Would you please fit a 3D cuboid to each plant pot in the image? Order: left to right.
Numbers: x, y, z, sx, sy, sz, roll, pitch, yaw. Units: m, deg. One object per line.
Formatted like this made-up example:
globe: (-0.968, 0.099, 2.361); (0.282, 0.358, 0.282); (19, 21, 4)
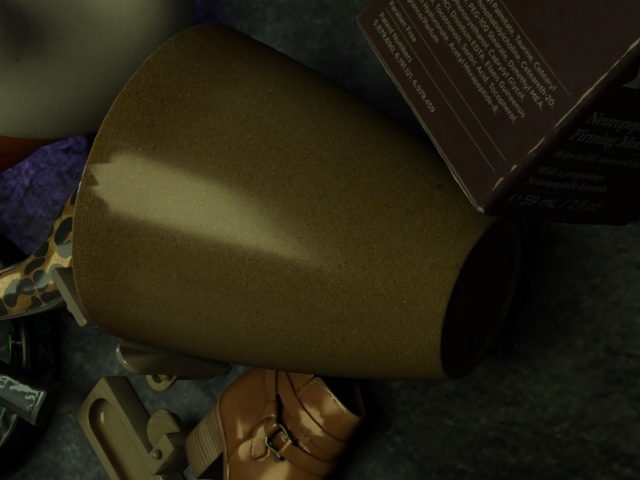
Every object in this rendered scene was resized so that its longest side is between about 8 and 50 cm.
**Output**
plant pot: (0.000, 0.000, 1.245); (0.254, 0.237, 0.237); (22, 103, 26)

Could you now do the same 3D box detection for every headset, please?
headset: (-0.421, 0.105, 1.625); (0.394, 0.185, 0.243); (-4, 85, 30)

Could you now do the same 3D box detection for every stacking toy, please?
stacking toy: (-0.352, -0.133, 1.518); (0.480, 0.350, 0.350); (-44, 60, 45)

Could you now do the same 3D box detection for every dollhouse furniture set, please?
dollhouse furniture set: (-0.169, 0.125, 1.438); (0.151, 0.123, 0.144); (-51, 57, 28)

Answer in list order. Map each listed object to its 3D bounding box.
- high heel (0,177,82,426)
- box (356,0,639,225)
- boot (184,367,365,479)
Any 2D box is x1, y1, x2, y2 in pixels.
high heel: (-0.265, 0.002, 1.498); (0.186, 0.093, 0.261); (25, 96, 13)
box: (0.168, -0.137, 1.115); (0.203, 0.168, 0.167); (-47, 58, 31)
boot: (-0.014, 0.175, 1.335); (0.152, 0.073, 0.197); (-44, 64, 27)
